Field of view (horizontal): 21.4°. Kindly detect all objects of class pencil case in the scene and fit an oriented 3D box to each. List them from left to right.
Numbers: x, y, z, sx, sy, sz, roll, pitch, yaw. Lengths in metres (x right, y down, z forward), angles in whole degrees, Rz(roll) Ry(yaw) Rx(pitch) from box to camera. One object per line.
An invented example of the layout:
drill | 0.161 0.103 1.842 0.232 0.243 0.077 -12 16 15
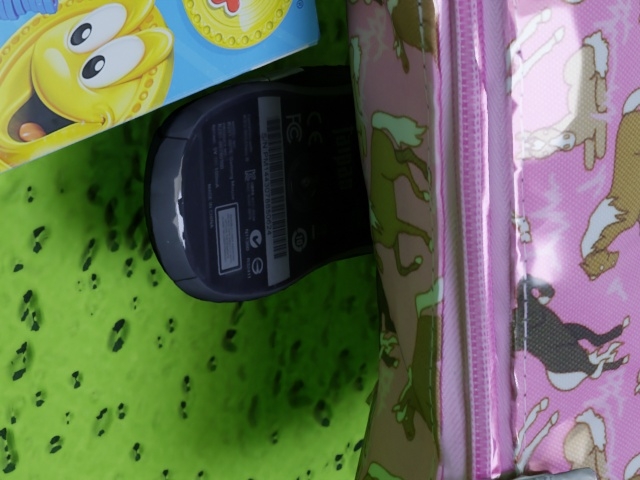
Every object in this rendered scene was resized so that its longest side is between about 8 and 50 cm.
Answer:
pencil case | 0.079 -0.047 0.719 0.160 0.167 0.386 -11 108 -25

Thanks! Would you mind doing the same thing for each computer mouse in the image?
computer mouse | 0.000 0.000 0.811 0.262 0.060 0.184 -24 113 -48

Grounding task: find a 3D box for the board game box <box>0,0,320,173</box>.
board game box | -0.160 -0.171 0.595 0.302 0.086 0.308 -27 119 -33
